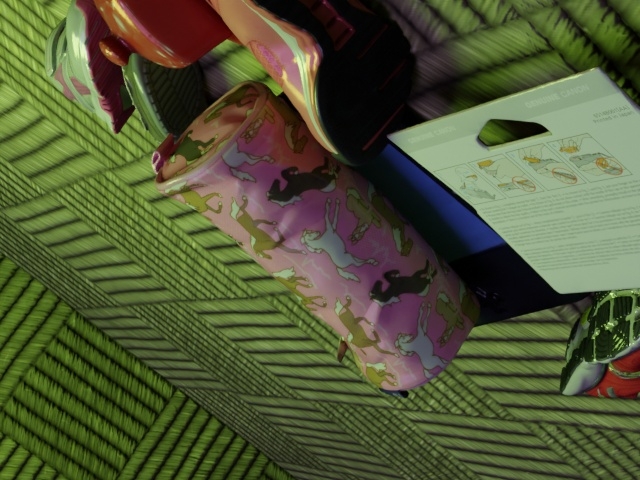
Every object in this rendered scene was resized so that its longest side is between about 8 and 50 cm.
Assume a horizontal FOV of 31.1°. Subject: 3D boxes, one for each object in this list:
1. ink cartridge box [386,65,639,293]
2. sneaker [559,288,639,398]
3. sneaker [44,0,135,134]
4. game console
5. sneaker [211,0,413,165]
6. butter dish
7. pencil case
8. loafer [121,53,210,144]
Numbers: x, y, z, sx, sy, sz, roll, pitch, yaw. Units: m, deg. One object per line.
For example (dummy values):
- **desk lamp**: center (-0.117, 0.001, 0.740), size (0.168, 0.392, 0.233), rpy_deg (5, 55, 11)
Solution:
- **ink cartridge box**: center (0.240, -0.058, 1.018), size (0.261, 0.066, 0.296), rpy_deg (41, 157, -20)
- **sneaker**: center (0.342, 0.104, 1.225), size (0.118, 0.107, 0.279), rpy_deg (12, 160, 2)
- **sneaker**: center (-0.276, -0.218, 1.348), size (0.111, 0.103, 0.252), rpy_deg (29, 158, 6)
- **game console**: center (0.079, -0.030, 1.318), size (0.386, 0.060, 0.342), rpy_deg (38, 159, -14)
- **sneaker**: center (-0.021, -0.203, 1.055), size (0.136, 0.116, 0.314), rpy_deg (31, 161, 48)
- **butter dish**: center (-0.168, -0.222, 1.126), size (0.160, 0.118, 0.160), rpy_deg (44, 178, -26)
- **pencil case**: center (0.000, 0.000, 1.235), size (0.386, 0.167, 0.160), rpy_deg (45, -179, -25)
- **loafer**: center (-0.186, -0.157, 1.364), size (0.087, 0.094, 0.251), rpy_deg (19, 155, 23)
